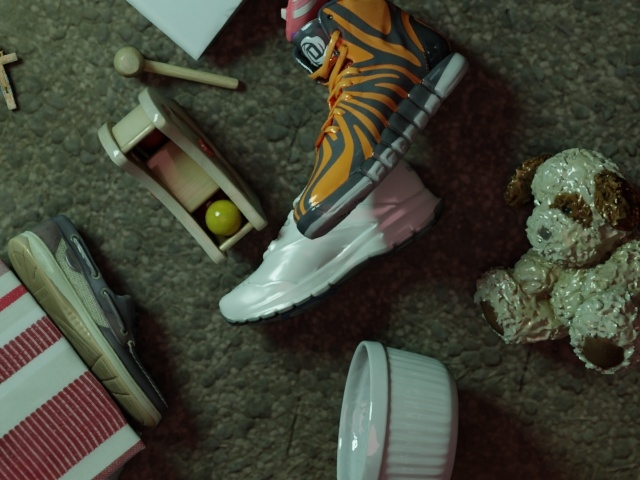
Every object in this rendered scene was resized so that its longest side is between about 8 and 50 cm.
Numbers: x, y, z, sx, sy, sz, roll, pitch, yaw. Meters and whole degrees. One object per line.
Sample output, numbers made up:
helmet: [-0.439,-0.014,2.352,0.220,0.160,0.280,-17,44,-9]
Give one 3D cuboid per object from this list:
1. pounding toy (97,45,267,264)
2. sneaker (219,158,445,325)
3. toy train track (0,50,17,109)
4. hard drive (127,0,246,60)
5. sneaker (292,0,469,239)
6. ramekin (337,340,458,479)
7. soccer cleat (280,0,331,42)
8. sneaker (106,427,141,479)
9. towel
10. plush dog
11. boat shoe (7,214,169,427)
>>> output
pounding toy: [-0.150,-0.120,1.754,0.155,0.154,0.269,-40,95,8]
sneaker: [0.000,0.000,1.804,0.297,0.111,0.129,-34,84,1]
toy train track: [-0.385,-0.200,1.825,0.048,0.014,0.083,-16,103,-2]
hard drive: [-0.210,-0.402,1.724,0.353,0.047,0.233,40,124,-4]
sneaker: [0.021,-0.151,1.704,0.180,0.124,0.321,40,54,-4]
ramekin: [0.090,0.227,1.776,0.109,0.207,0.207,7,99,-7]
soccer cleat: [0.016,-0.346,1.751,0.095,0.083,0.248,13,97,-4]
sneaker: [-0.348,0.201,1.858,0.281,0.105,0.115,38,78,-6]
towel: [-0.396,0.187,1.778,0.237,0.037,0.329,-38,92,-18]
plush dog: [0.313,0.004,1.738,0.210,0.262,0.225,-21,110,-27]
boat shoe: [-0.263,0.095,1.823,0.092,0.103,0.285,-39,97,-25]
